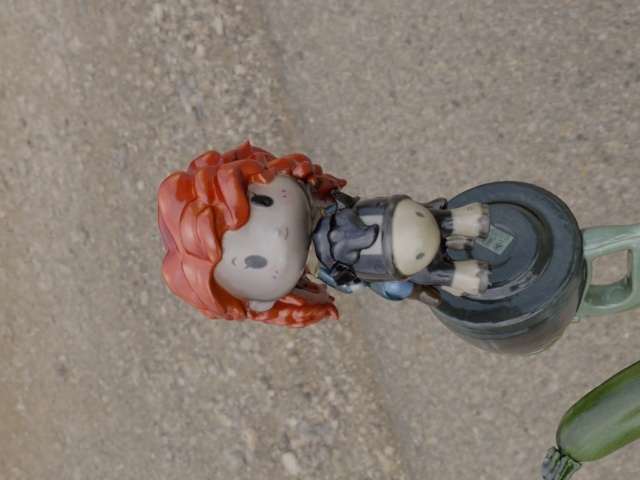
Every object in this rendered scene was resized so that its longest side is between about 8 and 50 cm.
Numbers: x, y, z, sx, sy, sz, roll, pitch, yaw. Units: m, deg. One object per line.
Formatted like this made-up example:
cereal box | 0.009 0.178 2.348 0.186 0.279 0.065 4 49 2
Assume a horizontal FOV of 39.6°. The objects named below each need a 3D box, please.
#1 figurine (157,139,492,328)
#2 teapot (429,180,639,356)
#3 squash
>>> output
figurine | 0.007 0.002 1.096 0.411 0.306 0.241 7 101 27
teapot | 0.317 0.043 1.319 0.240 0.321 0.239 59 -176 39
squash | 0.358 0.152 0.907 0.318 0.071 0.080 -30 73 12
